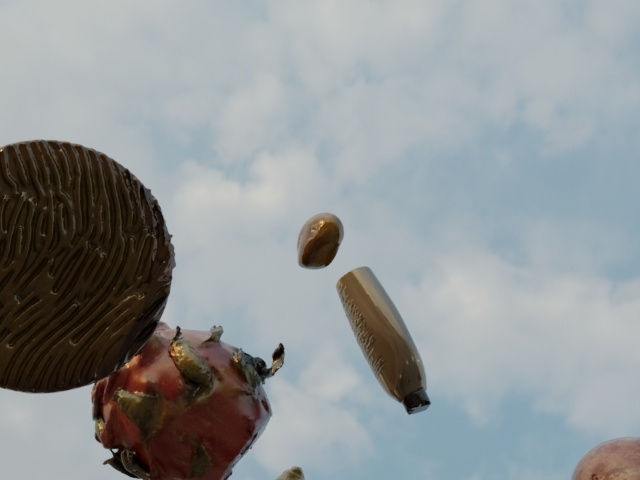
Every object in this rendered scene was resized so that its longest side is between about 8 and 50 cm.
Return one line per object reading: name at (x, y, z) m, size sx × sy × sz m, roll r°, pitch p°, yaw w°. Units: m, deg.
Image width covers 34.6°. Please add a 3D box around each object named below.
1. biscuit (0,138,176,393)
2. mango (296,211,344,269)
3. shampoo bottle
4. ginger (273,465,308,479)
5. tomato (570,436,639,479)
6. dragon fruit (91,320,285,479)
biscuit at (-0.338, 0.028, 1.258) m, size 0.317 × 0.318 × 0.040 m, roll 34°, pitch -16°, yaw -5°
mango at (0.000, 0.000, 1.545) m, size 0.060 × 0.080 × 0.114 m, roll 10°, pitch -22°, yaw -15°
shampoo bottle at (0.106, 0.166, 1.673) m, size 0.078 × 0.257 × 0.127 m, roll -11°, pitch -30°, yaw -24°
ginger at (-0.099, 0.473, 1.711) m, size 0.137 × 0.213 × 0.074 m, roll 8°, pitch -10°, yaw 32°
tomato at (0.508, 0.437, 1.599) m, size 0.264 × 0.265 × 0.265 m, roll 9°, pitch -56°, yaw 13°
dragon fruit at (-0.225, 0.240, 1.594) m, size 0.291 × 0.250 × 0.269 m, roll 39°, pitch -74°, yaw 11°
